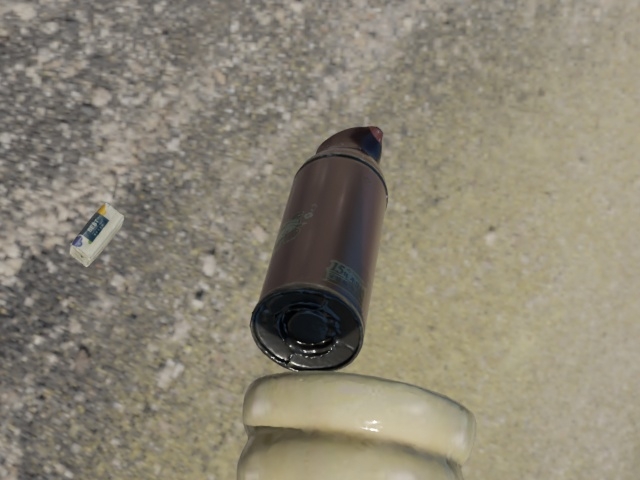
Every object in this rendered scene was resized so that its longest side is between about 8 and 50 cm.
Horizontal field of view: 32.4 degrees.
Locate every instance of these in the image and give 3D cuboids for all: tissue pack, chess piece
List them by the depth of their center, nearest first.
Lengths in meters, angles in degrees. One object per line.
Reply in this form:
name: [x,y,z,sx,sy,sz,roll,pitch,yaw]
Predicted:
chess piece: [0.011,0.246,0.695,0.167,0.167,0.299,31,58,-46]
tissue pack: [-0.327,-0.008,1.608,0.042,0.062,0.083,37,69,-3]

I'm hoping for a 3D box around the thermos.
thermos: [0.009,0.000,1.180,0.330,0.110,0.136,-76,179,-52]
